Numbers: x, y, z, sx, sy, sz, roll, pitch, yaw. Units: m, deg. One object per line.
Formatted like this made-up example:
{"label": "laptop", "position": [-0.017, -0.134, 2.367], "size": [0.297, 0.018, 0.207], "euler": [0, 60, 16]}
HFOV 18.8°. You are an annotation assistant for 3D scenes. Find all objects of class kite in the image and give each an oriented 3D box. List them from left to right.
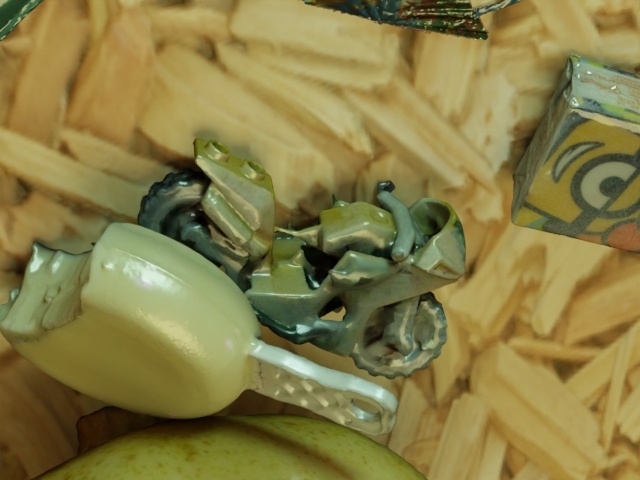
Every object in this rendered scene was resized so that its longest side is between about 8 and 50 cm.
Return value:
{"label": "kite", "position": [0.059, -0.175, 1.146], "size": [0.160, 0.010, 0.183], "euler": [-24, 134, 7]}

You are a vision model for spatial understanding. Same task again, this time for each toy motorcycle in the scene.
{"label": "toy motorcycle", "position": [0.000, 0.000, 1.249], "size": [0.229, 0.094, 0.130], "euler": [28, 116, -21]}

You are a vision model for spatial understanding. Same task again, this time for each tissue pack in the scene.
{"label": "tissue pack", "position": [0.210, -0.048, 1.258], "size": [0.148, 0.060, 0.108], "euler": [14, 131, -10]}

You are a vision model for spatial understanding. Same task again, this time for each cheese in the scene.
{"label": "cheese", "position": [-0.079, 0.074, 1.225], "size": [0.249, 0.070, 0.163], "euler": [30, 149, -8]}

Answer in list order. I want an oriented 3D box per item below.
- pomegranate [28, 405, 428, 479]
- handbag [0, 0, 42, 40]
{"label": "pomegranate", "position": [-0.073, 0.287, 1.307], "size": [0.417, 0.416, 0.416], "euler": [-8, 134, -8]}
{"label": "handbag", "position": [-0.199, -0.232, 0.953], "size": [0.269, 0.100, 0.274], "euler": [-40, 131, 23]}
